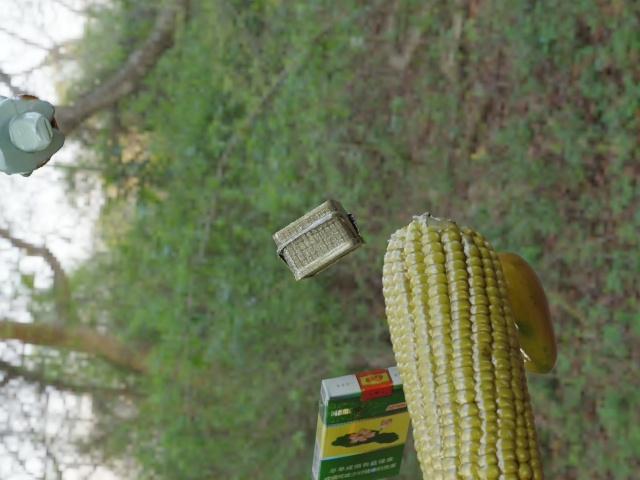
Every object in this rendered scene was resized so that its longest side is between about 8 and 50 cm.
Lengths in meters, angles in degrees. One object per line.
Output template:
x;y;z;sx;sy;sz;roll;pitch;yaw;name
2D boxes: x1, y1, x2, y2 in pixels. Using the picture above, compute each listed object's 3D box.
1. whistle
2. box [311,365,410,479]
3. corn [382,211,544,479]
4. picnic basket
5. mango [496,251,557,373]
-0.399;-0.139;1.677;0.105;0.102;0.253;-54;22;-17;whistle
0.060;0.266;1.794;0.235;0.132;0.034;95;161;-47;box
0.155;0.145;1.379;0.144;0.144;0.387;101;160;-57;corn
0.000;0.000;1.983;0.079;0.115;0.164;58;-172;5;picnic basket
0.244;0.091;1.616;0.111;0.089;0.163;-131;18;-65;mango
